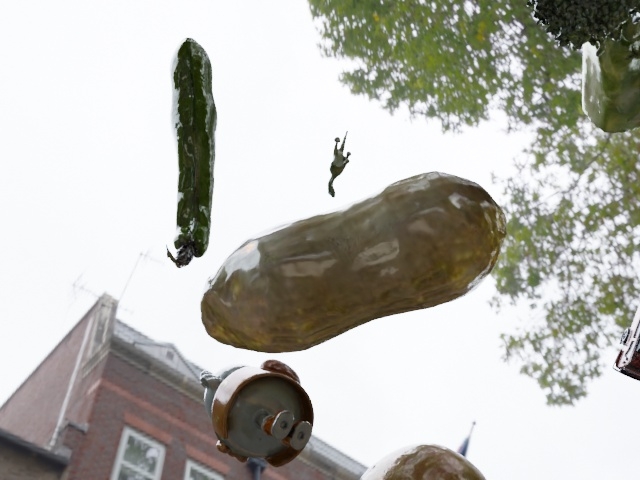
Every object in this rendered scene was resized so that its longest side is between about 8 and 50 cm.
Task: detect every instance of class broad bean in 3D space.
[{"bbox_3d":[-0.143,-0.106,0.776,0.056,0.317,0.098,-2,-32,-5],"label":"broad bean"}]

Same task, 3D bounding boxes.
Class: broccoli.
[{"bbox_3d":[0.317,-0.237,0.725,0.221,0.252,0.361,-24,-54,8],"label":"broccoli"}]

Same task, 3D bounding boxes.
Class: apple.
[{"bbox_3d":[0.148,0.403,0.998,0.211,0.188,0.211,11,-68,29],"label":"apple"}]

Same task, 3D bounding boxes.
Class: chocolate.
[{"bbox_3d":[0.027,0.026,0.669,0.309,0.134,0.134,-21,-58,15],"label":"chocolate"}]

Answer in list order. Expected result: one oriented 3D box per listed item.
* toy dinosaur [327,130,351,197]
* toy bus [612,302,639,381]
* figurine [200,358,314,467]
[{"bbox_3d":[0.025,-0.122,1.044,0.029,0.119,0.060,14,-41,-8],"label":"toy dinosaur"},{"bbox_3d":[0.577,0.128,1.185,0.074,0.096,0.234,21,-92,16],"label":"toy bus"},{"bbox_3d":[-0.104,0.239,0.970,0.143,0.143,0.271,41,-33,-25],"label":"figurine"}]
